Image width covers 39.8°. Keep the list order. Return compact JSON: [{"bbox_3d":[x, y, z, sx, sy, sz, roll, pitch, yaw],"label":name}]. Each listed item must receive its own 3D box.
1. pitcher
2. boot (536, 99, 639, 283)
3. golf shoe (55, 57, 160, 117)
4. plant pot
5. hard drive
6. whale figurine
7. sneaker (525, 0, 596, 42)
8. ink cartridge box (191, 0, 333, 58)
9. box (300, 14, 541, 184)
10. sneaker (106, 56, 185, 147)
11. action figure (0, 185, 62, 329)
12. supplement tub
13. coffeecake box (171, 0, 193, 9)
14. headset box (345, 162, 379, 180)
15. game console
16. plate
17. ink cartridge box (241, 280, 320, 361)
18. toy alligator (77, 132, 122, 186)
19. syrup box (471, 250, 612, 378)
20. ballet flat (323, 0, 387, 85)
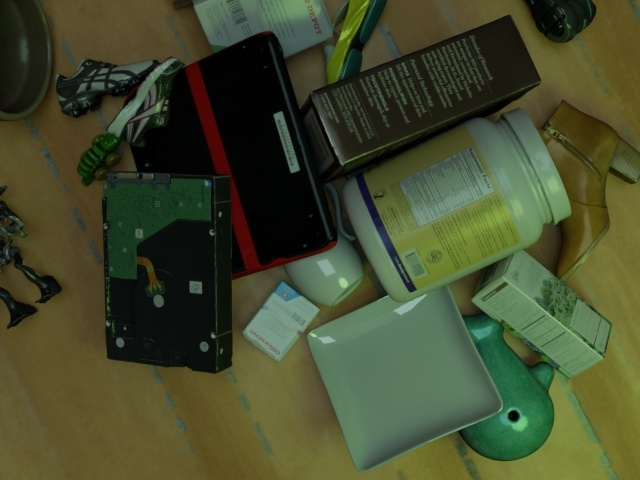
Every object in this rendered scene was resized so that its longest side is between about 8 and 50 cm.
[{"bbox_3d":[0.000,0.000,1.587,0.178,0.125,0.207,-39,78,-13],"label":"pitcher"},{"bbox_3d":[0.435,-0.090,1.609,0.211,0.104,0.295,32,87,7],"label":"boot"},{"bbox_3d":[-0.389,-0.300,1.601,0.198,0.077,0.094,-24,89,-2],"label":"golf shoe"},{"bbox_3d":[-0.634,-0.333,1.529,0.229,0.263,0.263,0,89,16],"label":"plant pot"},{"bbox_3d":[-0.266,0.050,1.540,0.237,0.064,0.338,3,98,24],"label":"hard drive"},{"bbox_3d":[0.315,0.255,1.569,0.216,0.141,0.272,-13,85,-1],"label":"whale figurine"},{"bbox_3d":[0.405,-0.489,1.622,0.106,0.101,0.267,-31,90,-22],"label":"sneaker"},{"bbox_3d":[-0.103,-0.399,1.571,0.212,0.093,0.154,-23,121,0],"label":"ink cartridge box"},{"bbox_3d":[0.159,-0.238,1.519,0.381,0.191,0.143,-22,88,-13],"label":"box"},{"bbox_3d":[-0.285,-0.236,1.524,0.077,0.072,0.178,38,106,-15],"label":"sneaker"},{"bbox_3d":[-0.582,0.010,1.562,0.164,0.141,0.275,-37,93,0],"label":"action figure"},{"bbox_3d":[0.228,-0.062,1.504,0.331,0.241,0.241,-26,89,7],"label":"supplement tub"},{"bbox_3d":[-0.225,-0.534,1.612,0.142,0.068,0.185,-16,90,-2],"label":"coffeecake box"},{"bbox_3d":[0.079,-0.126,1.627,0.062,0.032,0.083,-44,91,-1],"label":"headset box"},{"bbox_3d":[-0.167,-0.128,1.545,0.342,0.060,0.386,-17,90,23],"label":"game console"},{"bbox_3d":[0.145,0.232,1.561,0.277,0.045,0.278,-26,64,7],"label":"plate"},{"bbox_3d":[-0.072,0.146,1.609,0.088,0.052,0.122,38,87,0],"label":"ink cartridge box"},{"bbox_3d":[-0.385,-0.165,1.576,0.056,0.051,0.189,50,115,13],"label":"toy alligator"},{"bbox_3d":[0.393,0.127,1.569,0.237,0.096,0.093,38,46,-6],"label":"syrup box"},{"bbox_3d":[0.048,-0.361,1.615,0.077,0.077,0.231,24,96,22],"label":"ballet flat"}]
